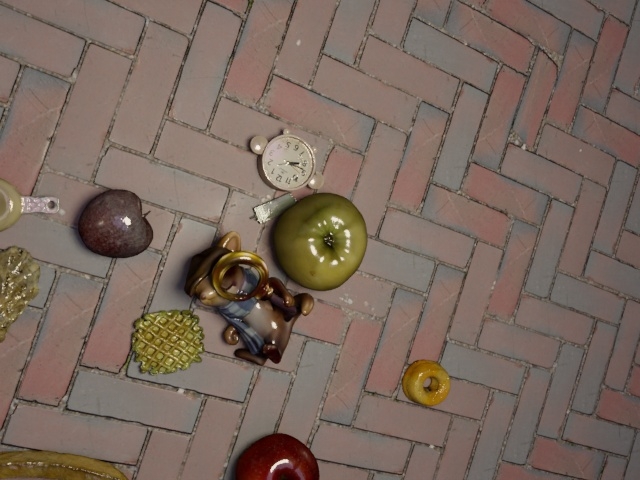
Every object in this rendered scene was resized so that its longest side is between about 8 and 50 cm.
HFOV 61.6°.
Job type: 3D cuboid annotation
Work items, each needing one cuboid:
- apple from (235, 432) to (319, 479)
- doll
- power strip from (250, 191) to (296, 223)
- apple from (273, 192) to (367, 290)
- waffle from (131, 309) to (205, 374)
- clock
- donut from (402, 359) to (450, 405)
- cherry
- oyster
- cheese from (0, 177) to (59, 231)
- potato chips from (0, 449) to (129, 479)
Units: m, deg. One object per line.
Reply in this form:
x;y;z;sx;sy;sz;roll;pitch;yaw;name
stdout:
-0.114;0.625;1.415;0.219;0.201;0.218;1;86;-20;apple
-0.190;0.160;1.342;0.318;0.209;0.339;-34;108;26;doll
-0.130;-0.087;1.470;0.136;0.019;0.050;-26;102;-16;power strip
0.000;0.000;1.411;0.263;0.262;0.262;-1;93;-19;apple
-0.392;0.264;1.390;0.184;0.036;0.169;-5;97;-17;waffle
-0.091;-0.211;1.457;0.229;0.063;0.155;29;81;-21;clock
0.328;0.437;1.635;0.152;0.058;0.151;-1;94;-21;donut
-0.492;-0.038;1.286;0.176;0.140;0.175;-4;108;-12;cherry
-0.738;0.116;1.248;0.133;0.072;0.209;36;79;-20;oyster
-0.731;-0.083;1.243;0.228;0.064;0.137;-1;95;-20;cheese
-0.643;0.563;1.308;0.408;0.057;0.080;14;94;-18;potato chips
